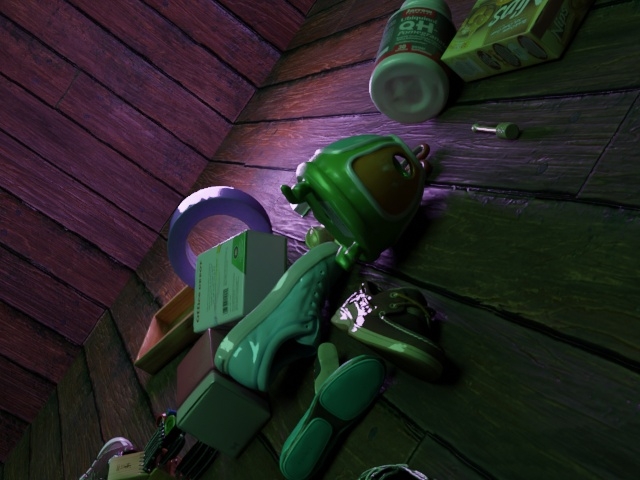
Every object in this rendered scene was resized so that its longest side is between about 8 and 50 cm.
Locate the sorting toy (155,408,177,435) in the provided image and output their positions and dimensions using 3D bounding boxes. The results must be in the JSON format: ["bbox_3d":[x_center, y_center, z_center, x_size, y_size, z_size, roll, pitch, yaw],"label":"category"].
[{"bbox_3d":[-0.367,0.451,2.006,0.102,0.042,0.061,1,72,53],"label":"sorting toy"}]

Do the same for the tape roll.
[{"bbox_3d":[-0.259,0.003,2.120,0.275,0.274,0.090,-50,21,14],"label":"tape roll"}]

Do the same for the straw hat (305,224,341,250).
[{"bbox_3d":[0.000,0.000,1.784,0.144,0.061,0.145,-30,48,41],"label":"straw hat"}]

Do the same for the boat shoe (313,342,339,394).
[{"bbox_3d":[0.012,0.247,1.453,0.133,0.048,0.042,-91,7,-46],"label":"boat shoe"}]

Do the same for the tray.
[{"bbox_3d":[-0.385,0.216,2.368,0.411,0.076,0.203,-40,25,37],"label":"tray"}]

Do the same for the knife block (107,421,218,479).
[{"bbox_3d":[-0.324,0.523,1.744,0.088,0.241,0.276,-111,14,-68],"label":"knife block"}]

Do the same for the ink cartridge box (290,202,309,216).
[{"bbox_3d":[-0.052,-0.099,2.175,0.048,0.028,0.083,-52,20,8],"label":"ink cartridge box"}]

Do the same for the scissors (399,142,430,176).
[{"bbox_3d":[0.136,-0.085,1.736,0.297,0.021,0.109,-48,29,27],"label":"scissors"}]

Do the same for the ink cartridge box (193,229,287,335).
[{"bbox_3d":[-0.195,0.109,1.938,0.278,0.117,0.202,-24,61,55],"label":"ink cartridge box"}]

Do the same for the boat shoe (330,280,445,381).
[{"bbox_3d":[0.118,0.126,1.296,0.123,0.123,0.342,-58,14,-4],"label":"boat shoe"}]

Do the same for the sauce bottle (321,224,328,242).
[{"bbox_3d":[0.013,-0.011,1.867,0.128,0.042,0.042,-62,20,-5],"label":"sauce bottle"}]

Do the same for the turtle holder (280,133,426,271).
[{"bbox_3d":[0.083,-0.081,1.602,0.227,0.243,0.320,-40,-20,-7],"label":"turtle holder"}]

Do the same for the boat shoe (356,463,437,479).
[{"bbox_3d":[0.098,0.328,1.076,0.219,0.070,0.078,-19,40,59],"label":"boat shoe"}]

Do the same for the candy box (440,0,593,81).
[{"bbox_3d":[0.389,-0.430,1.609,0.183,0.087,0.316,-58,20,-10],"label":"candy box"}]

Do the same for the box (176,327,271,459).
[{"bbox_3d":[-0.205,0.311,1.682,0.127,0.148,0.232,-51,21,10],"label":"box"}]

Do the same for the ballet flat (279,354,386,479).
[{"bbox_3d":[0.015,0.282,1.337,0.247,0.083,0.087,-53,6,-1],"label":"ballet flat"}]

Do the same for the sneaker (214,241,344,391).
[{"bbox_3d":[-0.039,0.162,1.634,0.366,0.150,0.135,-47,-26,-22],"label":"sneaker"}]

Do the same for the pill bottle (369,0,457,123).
[{"bbox_3d":[0.221,-0.428,1.859,0.176,0.176,0.319,-37,26,41],"label":"pill bottle"}]

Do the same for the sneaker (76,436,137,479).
[{"bbox_3d":[-0.554,0.630,2.041,0.162,0.106,0.281,-10,48,59],"label":"sneaker"}]

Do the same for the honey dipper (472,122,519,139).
[{"bbox_3d":[0.318,-0.203,1.500,0.030,0.030,0.160,-55,16,0],"label":"honey dipper"}]
